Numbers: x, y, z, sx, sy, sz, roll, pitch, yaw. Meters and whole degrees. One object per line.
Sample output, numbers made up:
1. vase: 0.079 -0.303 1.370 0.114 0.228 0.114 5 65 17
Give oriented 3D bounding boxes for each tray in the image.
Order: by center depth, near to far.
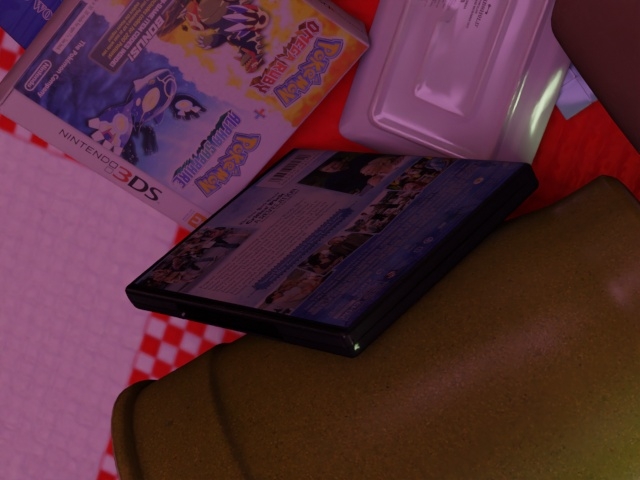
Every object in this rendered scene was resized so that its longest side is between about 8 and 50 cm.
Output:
1. tray: 0.111 -0.166 1.080 0.145 0.030 0.270 24 112 14

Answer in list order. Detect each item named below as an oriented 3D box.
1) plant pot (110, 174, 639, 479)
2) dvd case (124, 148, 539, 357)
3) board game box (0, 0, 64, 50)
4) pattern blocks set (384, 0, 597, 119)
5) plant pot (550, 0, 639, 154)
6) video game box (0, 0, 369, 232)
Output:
1. plant pot: 0.116 0.150 1.020 0.353 0.366 0.366 -35 88 7
2. dvd case: 0.000 0.000 1.036 0.253 0.180 0.022 8 133 52
3. board game box: -0.186 -0.322 1.140 0.319 0.066 0.318 42 113 6
4. pattern blocks set: 0.146 -0.262 1.079 0.325 0.026 0.285 47 109 4
5. plant pot: 0.274 -0.116 0.958 0.229 0.263 0.263 43 109 16
6. video game box: -0.100 -0.125 1.121 0.187 0.048 0.205 31 114 -25
